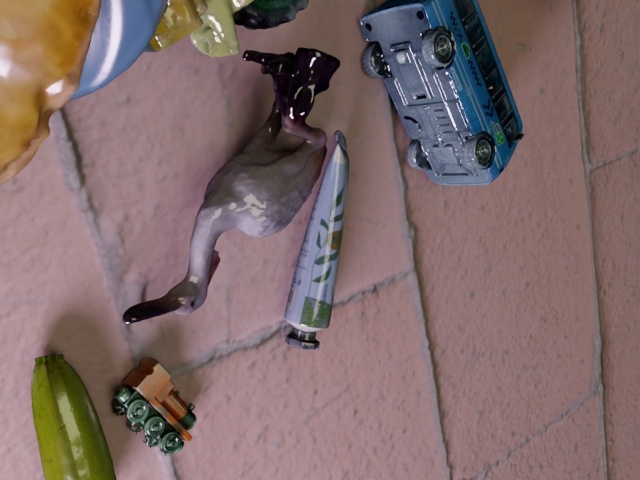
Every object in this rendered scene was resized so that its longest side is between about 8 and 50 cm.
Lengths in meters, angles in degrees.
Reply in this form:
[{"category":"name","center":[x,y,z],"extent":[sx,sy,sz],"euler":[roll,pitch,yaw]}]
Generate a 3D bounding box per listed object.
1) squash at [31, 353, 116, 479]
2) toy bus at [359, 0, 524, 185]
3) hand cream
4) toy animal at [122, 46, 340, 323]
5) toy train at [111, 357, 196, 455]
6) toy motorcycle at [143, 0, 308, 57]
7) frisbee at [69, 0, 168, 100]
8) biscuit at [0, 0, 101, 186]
[{"category":"squash","center":[-0.242,0.204,0.688],"extent":[0.066,0.066,0.201],"euler":[-17,101,-33]},{"category":"toy bus","center":[0.159,-0.195,0.880],"extent":[0.134,0.114,0.246],"euler":[-45,119,-29]},{"category":"hand cream","center":[0.000,0.000,0.830],"extent":[0.088,0.055,0.255],"euler":[-2,102,-79]},{"category":"toy animal","center":[-0.077,-0.048,0.732],"extent":[0.324,0.090,0.195],"euler":[-62,153,-6]},{"category":"toy train","center":[-0.171,0.179,0.748],"extent":[0.064,0.044,0.103],"euler":[-52,124,-30]},{"category":"toy motorcycle","center":[-0.161,-0.335,0.586],"extent":[0.237,0.169,0.410],"euler":[-46,121,-19]},{"category":"frisbee","center":[-0.249,-0.225,0.505],"extent":[0.290,0.049,0.289],"euler":[1,123,1]},{"category":"biscuit","center":[-0.349,-0.192,0.396],"extent":[0.446,0.104,0.429],"euler":[27,101,-32]}]
